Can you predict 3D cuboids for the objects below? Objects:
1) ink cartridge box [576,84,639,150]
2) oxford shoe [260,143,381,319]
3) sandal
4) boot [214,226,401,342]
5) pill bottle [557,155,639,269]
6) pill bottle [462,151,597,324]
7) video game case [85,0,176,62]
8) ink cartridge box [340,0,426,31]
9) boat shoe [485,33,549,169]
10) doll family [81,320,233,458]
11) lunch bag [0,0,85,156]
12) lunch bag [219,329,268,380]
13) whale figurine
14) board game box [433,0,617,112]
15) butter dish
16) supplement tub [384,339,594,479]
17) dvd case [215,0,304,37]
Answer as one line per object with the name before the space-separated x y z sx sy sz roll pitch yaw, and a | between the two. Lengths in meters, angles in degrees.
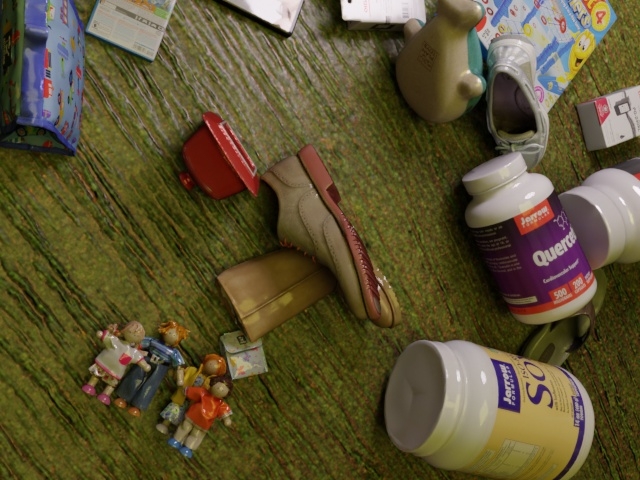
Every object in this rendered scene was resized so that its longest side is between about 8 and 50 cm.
ink cartridge box | 0.662 -0.276 1.576 0.151 0.063 0.109 -21 97 -21
oxford shoe | 0.000 0.000 1.218 0.130 0.123 0.348 -26 61 3
sandal | 0.538 0.186 1.505 0.120 0.086 0.302 39 75 -18
boot | -0.019 0.110 1.267 0.270 0.089 0.236 -28 79 -22
pill bottle | 0.685 -0.071 1.504 0.363 0.210 0.210 -19 97 -22
pill bottle | 0.408 -0.006 1.402 0.182 0.181 0.322 -33 102 -20
video game case | -0.314 -0.404 1.196 0.119 0.015 0.166 21 82 -20
ink cartridge box | 0.107 -0.462 1.348 0.180 0.060 0.104 -5 92 -23
boat shoe | 0.375 -0.244 1.365 0.320 0.118 0.103 66 38 -49
doll family | -0.256 0.227 1.175 0.263 0.118 0.163 32 83 -1
lunch bag | -0.402 -0.253 1.006 0.138 0.293 0.220 3 88 -23
lunch bag | -0.138 0.200 1.242 0.071 0.053 0.083 -8 80 -24
whale figurine | 0.245 -0.349 1.300 0.141 0.272 0.216 -25 59 -25
board game box | 0.423 -0.450 1.417 0.308 0.086 0.302 43 80 -31
butter dish | -0.185 -0.127 1.192 0.118 0.160 0.160 -31 102 4
supplement tub | 0.313 0.323 1.326 0.331 0.241 0.241 17 83 -22
dvd case | -0.093 -0.524 1.286 0.180 0.022 0.253 22 81 -21
